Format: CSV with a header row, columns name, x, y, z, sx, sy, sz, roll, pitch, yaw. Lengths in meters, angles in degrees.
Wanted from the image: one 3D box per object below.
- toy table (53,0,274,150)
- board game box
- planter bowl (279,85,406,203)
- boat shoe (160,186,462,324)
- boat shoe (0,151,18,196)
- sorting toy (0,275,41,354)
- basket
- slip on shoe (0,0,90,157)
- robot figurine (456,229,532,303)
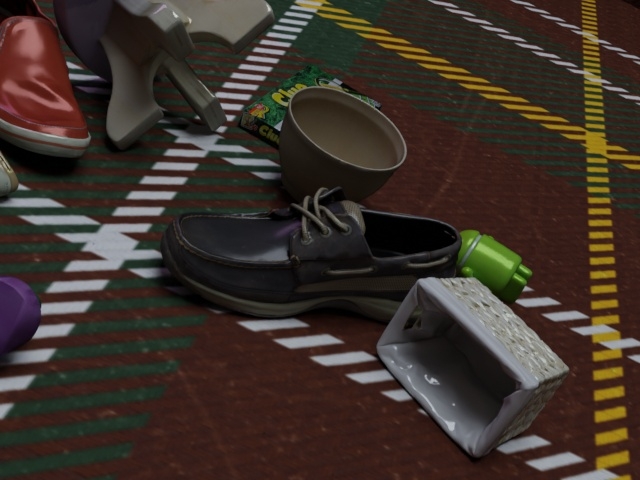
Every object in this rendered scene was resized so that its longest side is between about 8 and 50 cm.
name,x,y,z,sx,sy,sz,roll,pitch,yaw
toy table,-0.200,-0.245,1.273,0.161,0.252,0.274,45,3,20
board game box,-0.009,-0.184,1.512,0.136,0.030,0.259,28,30,7
planter bowl,0.014,-0.105,1.324,0.162,0.109,0.162,19,38,-15
boat shoe,0.000,0.000,1.138,0.356,0.130,0.132,6,36,-31
boat shoe,-0.363,-0.094,1.089,0.045,0.050,0.135,-9,56,-49
sorting toy,-0.372,-0.050,0.922,0.365,0.127,0.126,47,4,0
basket,0.161,0.125,1.091,0.103,0.113,0.167,-8,46,-47
slip on shoe,-0.352,-0.211,1.220,0.123,0.101,0.331,4,39,-36
robot figurine,0.207,0.031,1.312,0.115,0.067,0.101,32,39,9
